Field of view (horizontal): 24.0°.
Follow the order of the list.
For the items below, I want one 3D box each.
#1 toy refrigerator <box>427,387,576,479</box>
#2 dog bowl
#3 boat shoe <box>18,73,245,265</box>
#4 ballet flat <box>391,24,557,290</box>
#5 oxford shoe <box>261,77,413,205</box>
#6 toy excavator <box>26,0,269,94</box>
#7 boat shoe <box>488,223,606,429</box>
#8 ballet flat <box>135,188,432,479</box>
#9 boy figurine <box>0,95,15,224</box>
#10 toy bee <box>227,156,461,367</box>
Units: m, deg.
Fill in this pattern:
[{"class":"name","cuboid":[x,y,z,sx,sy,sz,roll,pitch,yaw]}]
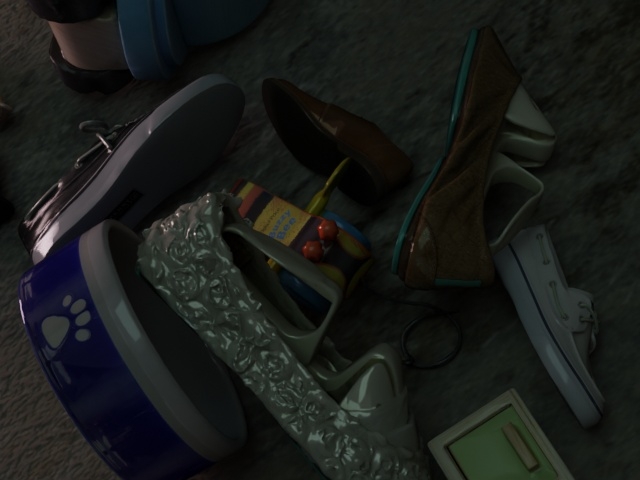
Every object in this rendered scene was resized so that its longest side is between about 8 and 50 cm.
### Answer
[{"class":"toy refrigerator","cuboid":[0.214,0.279,1.395,0.102,0.094,0.269,-33,61,2]},{"class":"dog bowl","cuboid":[-0.184,0.116,1.500,0.104,0.265,0.265,-31,61,6]},{"class":"boat shoe","cuboid":[-0.218,-0.086,1.692,0.306,0.113,0.105,-47,54,12]},{"class":"ballet flat","cuboid":[0.172,-0.080,1.544,0.124,0.116,0.342,15,51,7]},{"class":"oxford shoe","cuboid":[0.016,-0.117,1.662,0.076,0.076,0.212,-31,57,-29]},{"class":"toy excavator","cuboid":[-0.098,-0.390,1.759,0.445,0.222,0.433,1,66,3]},{"class":"boat shoe","cuboid":[0.237,0.074,1.484,0.076,0.083,0.226,-28,61,6]},{"class":"ballet flat","cuboid":[-0.008,0.114,1.432,0.147,0.147,0.409,-44,88,-4]},{"class":"boy figurine","cuboid":[-0.453,-0.134,1.800,0.177,0.092,0.285,-29,64,7]},{"class":"toy bee","cuboid":[0.000,0.000,1.551,0.298,0.162,0.195,8,70,22]}]
